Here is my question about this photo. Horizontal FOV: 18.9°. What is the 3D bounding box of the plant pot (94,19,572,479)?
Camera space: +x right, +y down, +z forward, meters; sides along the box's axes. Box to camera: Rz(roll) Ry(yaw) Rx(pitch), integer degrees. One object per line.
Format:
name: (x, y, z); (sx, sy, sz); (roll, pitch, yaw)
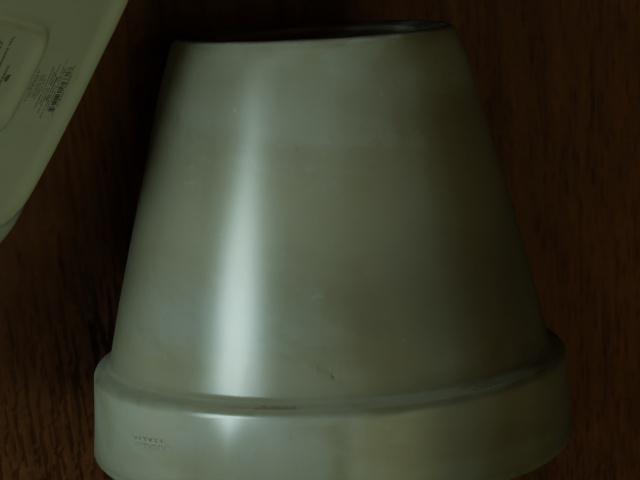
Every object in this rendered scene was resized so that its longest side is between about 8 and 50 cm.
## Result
plant pot: (0.000, 0.000, 1.279); (0.323, 0.323, 0.280); (-9, 101, -29)

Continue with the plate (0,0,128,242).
plate: (-0.208, -0.106, 1.147); (0.277, 0.045, 0.278); (-63, 159, 8)
